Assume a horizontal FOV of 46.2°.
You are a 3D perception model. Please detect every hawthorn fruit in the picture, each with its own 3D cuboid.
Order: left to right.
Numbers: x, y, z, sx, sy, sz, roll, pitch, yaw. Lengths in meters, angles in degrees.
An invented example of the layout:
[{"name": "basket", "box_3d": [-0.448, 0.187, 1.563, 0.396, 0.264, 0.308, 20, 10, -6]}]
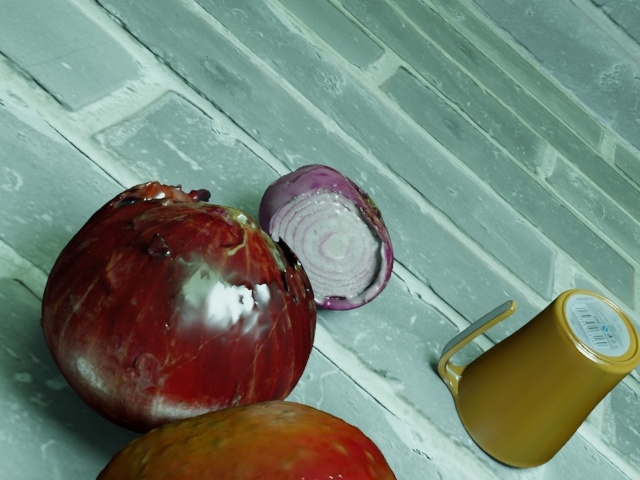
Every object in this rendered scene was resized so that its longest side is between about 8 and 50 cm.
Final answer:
[{"name": "hawthorn fruit", "box_3d": [-0.026, 0.263, 0.569, 0.287, 0.330, 0.287, 41, 38, -43]}]

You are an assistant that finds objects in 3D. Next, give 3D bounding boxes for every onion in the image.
[{"name": "onion", "box_3d": [-0.140, 0.075, 0.760, 0.276, 0.276, 0.276, 26, 38, -22]}, {"name": "onion", "box_3d": [0.010, -0.010, 1.053, 0.208, 0.200, 0.200, 25, 37, -3]}]

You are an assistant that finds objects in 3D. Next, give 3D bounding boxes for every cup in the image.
[{"name": "cup", "box_3d": [0.301, 0.182, 1.067, 0.226, 0.264, 0.182, 29, 44, 1]}]
